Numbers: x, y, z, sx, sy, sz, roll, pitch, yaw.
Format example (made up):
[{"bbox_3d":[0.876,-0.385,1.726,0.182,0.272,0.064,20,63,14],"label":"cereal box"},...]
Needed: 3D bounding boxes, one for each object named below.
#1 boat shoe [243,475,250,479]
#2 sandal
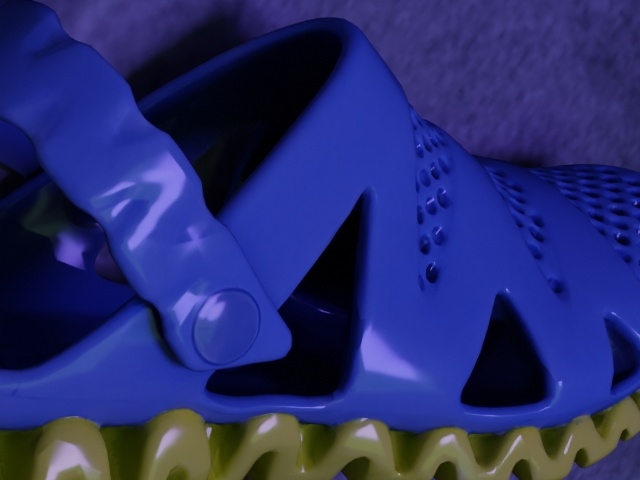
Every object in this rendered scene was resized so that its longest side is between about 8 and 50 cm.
[{"bbox_3d":[-0.080,0.103,0.552,0.170,0.063,0.059,-24,131,-15],"label":"boat shoe"},{"bbox_3d":[0.000,0.000,0.514,0.317,0.126,0.138,-6,114,-38],"label":"sandal"}]
